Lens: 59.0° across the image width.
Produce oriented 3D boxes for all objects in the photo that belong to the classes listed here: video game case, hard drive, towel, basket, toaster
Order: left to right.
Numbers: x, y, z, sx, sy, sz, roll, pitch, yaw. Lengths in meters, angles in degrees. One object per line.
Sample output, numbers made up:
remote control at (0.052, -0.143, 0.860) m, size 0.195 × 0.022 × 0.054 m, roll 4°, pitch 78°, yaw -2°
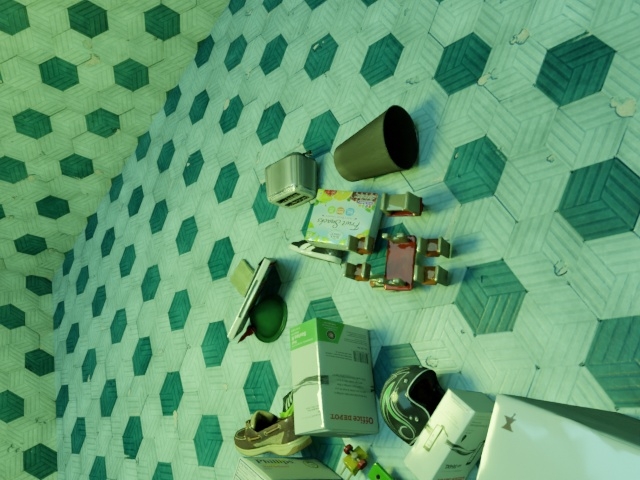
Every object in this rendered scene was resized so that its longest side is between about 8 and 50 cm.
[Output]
towel at (-0.289, 0.142, 2.124) m, size 0.148 × 0.027 × 0.110 m, roll 40°, pitch 106°, yaw 48°
video game case at (-0.229, 0.191, 1.925) m, size 0.285 × 0.025 × 0.204 m, roll -64°, pitch -2°, yaw -1°
hard drive at (-0.226, 0.132, 2.000) m, size 0.094 × 0.022 × 0.135 m, roll -60°, pitch -5°, yaw -72°
toaster at (-0.097, -0.208, 1.977) m, size 0.227 × 0.129 × 0.146 m, roll -20°, pitch 64°, yaw 40°
basket at (0.160, -0.271, 1.701) m, size 0.227 × 0.154 × 0.204 m, roll -19°, pitch 60°, yaw 47°

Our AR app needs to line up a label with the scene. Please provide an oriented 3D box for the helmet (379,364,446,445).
helmet at (0.221, 0.385, 1.349) m, size 0.169 × 0.169 × 0.161 m, roll -47°, pitch 60°, yaw 25°

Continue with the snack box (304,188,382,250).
snack box at (0.074, -0.059, 1.710) m, size 0.207 × 0.070 × 0.174 m, roll 8°, pitch 74°, yaw 31°

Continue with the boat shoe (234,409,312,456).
boat shoe at (-0.162, 0.563, 1.690) m, size 0.342 × 0.123 × 0.123 m, roll -22°, pitch 91°, yaw 52°

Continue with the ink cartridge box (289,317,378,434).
ink cartridge box at (0.034, 0.375, 1.522) m, size 0.122 × 0.211 × 0.289 m, roll -27°, pitch 56°, yaw 38°

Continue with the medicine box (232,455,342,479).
medicine box at (-0.116, 0.739, 1.501) m, size 0.149 × 0.264 × 0.289 m, roll 16°, pitch 88°, yaw 49°

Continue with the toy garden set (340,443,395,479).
toy garden set at (0.101, 0.669, 1.447) m, size 0.204 × 0.049 × 0.244 m, roll 36°, pitch 104°, yaw 41°

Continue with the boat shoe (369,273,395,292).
boat shoe at (0.196, 0.123, 1.576) m, size 0.137 × 0.049 × 0.043 m, roll 4°, pitch 116°, yaw 39°

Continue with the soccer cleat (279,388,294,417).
soccer cleat at (-0.080, 0.479, 1.728) m, size 0.072 × 0.060 × 0.178 m, roll 36°, pitch 105°, yaw 50°

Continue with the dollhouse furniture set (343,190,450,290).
dollhouse furniture set at (0.219, 0.007, 1.526) m, size 0.262 × 0.135 × 0.259 m, roll 1°, pitch 78°, yaw 30°

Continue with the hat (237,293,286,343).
hat at (-0.231, 0.248, 1.893) m, size 0.208 × 0.184 × 0.172 m, roll 13°, pitch 84°, yaw 50°

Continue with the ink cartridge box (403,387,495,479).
ink cartridge box at (0.299, 0.437, 1.249) m, size 0.086 × 0.148 × 0.203 m, roll 39°, pitch 105°, yaw 46°

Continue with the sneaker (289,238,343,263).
sneaker at (0.000, 0.000, 1.828) m, size 0.217 × 0.079 × 0.121 m, roll 14°, pitch 82°, yaw 42°

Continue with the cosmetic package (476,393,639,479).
cosmetic package at (0.462, 0.362, 0.859) m, size 0.230 × 0.453 × 0.161 m, roll 11°, pitch 83°, yaw 50°
